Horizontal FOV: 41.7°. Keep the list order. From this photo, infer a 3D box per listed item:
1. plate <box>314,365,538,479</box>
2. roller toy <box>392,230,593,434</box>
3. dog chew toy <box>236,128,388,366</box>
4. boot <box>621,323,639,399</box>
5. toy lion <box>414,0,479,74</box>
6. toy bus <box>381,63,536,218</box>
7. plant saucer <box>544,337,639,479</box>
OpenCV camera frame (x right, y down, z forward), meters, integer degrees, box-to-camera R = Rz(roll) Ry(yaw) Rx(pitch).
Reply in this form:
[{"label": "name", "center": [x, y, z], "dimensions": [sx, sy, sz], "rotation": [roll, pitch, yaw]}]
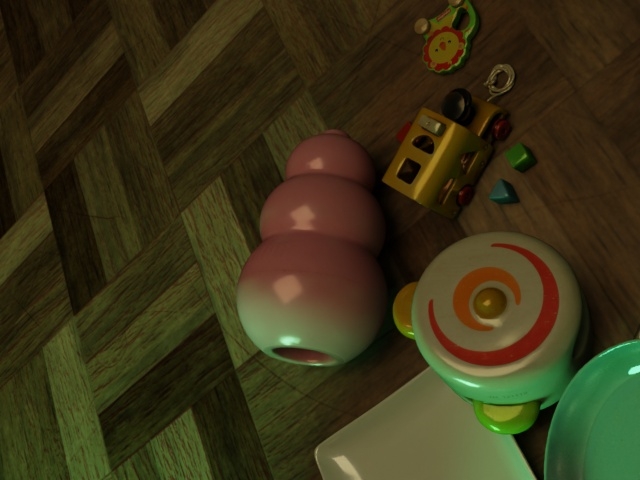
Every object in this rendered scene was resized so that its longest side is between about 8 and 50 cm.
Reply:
[{"label": "plate", "center": [0.143, 0.317, 1.043], "dimensions": [0.278, 0.045, 0.277], "rotation": [-41, 54, 24]}, {"label": "roller toy", "center": [0.206, 0.091, 0.963], "dimensions": [0.191, 0.146, 0.209], "rotation": [-42, 55, 1]}, {"label": "dog chew toy", "center": [0.000, 0.000, 1.165], "dimensions": [0.206, 0.206, 0.332], "rotation": [-8, 64, 38]}, {"label": "boot", "center": [0.425, 0.103, 0.847], "dimensions": [0.178, 0.085, 0.236], "rotation": [27, 96, 39]}, {"label": "toy lion", "center": [0.186, -0.291, 1.204], "dimensions": [0.100, 0.034, 0.096], "rotation": [-37, 63, 26]}, {"label": "toy bus", "center": [0.168, -0.134, 1.119], "dimensions": [0.191, 0.104, 0.202], "rotation": [-23, 63, 33]}, {"label": "plant saucer", "center": [0.336, 0.251, 0.794], "dimensions": [0.317, 0.043, 0.318], "rotation": [-7, 82, 62]}]
